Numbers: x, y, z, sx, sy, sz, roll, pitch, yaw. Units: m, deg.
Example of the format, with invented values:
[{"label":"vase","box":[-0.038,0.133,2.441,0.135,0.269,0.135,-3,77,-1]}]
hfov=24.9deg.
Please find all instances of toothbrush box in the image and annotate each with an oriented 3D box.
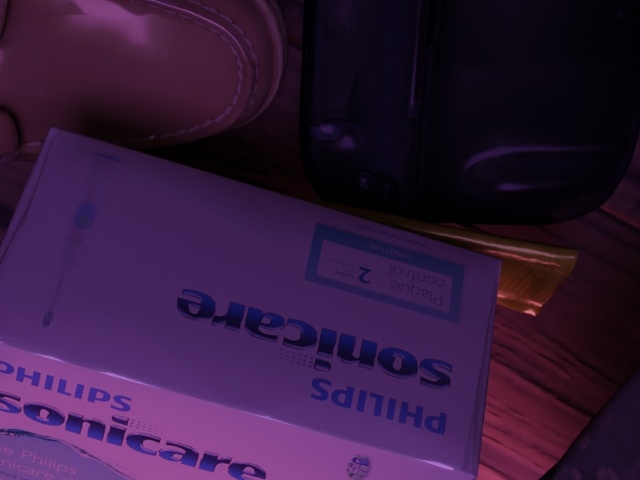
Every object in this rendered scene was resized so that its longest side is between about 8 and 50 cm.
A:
[{"label":"toothbrush box","box":[-0.063,0.110,0.712,0.216,0.126,0.295,16,140,-4]}]

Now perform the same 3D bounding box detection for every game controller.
[{"label":"game controller","box":[0.078,-0.146,0.648,0.166,0.067,0.319,-3,121,-10]}]

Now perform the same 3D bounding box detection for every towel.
[{"label":"towel","box":[0.000,0.000,0.708,0.237,0.102,0.021,10,79,2]}]

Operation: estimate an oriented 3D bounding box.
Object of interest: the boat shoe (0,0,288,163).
[{"label":"boat shoe","box":[-0.187,-0.078,0.671,0.341,0.110,0.121,1,120,5]}]

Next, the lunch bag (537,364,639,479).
[{"label":"lunch bag","box":[0.209,0.167,0.706,0.287,0.169,0.235,0,136,-49]}]
